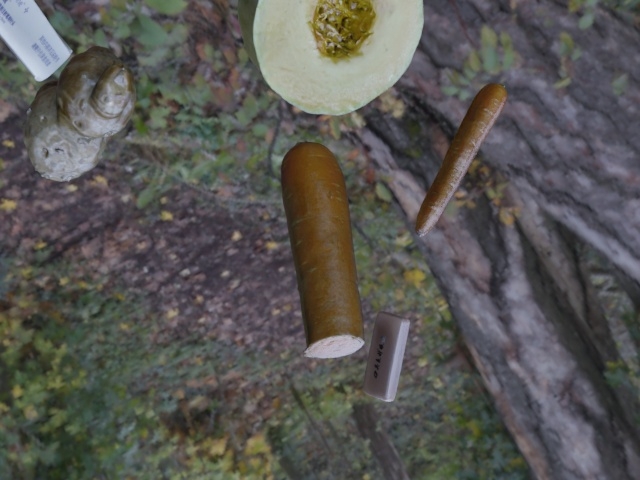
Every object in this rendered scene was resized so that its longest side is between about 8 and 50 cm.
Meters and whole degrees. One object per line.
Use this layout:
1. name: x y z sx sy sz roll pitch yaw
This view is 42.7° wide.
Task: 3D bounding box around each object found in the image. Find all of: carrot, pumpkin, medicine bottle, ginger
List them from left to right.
1. medicine bottle: -0.292 -0.235 0.669 0.052 0.171 0.201 -42 175 -8
2. ginger: -0.484 -0.270 1.658 0.176 0.256 0.375 22 152 -32
3. pumpkin: -0.004 -0.405 1.482 0.332 0.199 0.332 -11 114 -26
4. carrot: 0.000 0.000 0.795 0.067 0.225 0.067 -6 154 -3
5. carrot: 0.188 -0.111 1.100 0.248 0.043 0.043 -61 170 -14

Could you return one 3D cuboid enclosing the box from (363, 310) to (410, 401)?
1. box: 0.087 0.154 1.091 0.025 0.115 0.048 7 -173 -41
